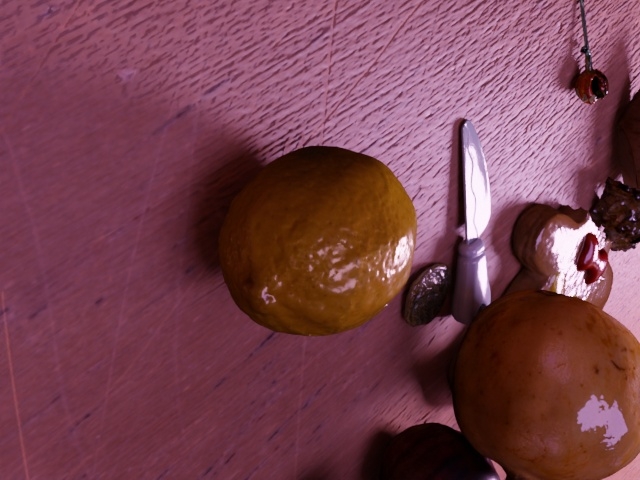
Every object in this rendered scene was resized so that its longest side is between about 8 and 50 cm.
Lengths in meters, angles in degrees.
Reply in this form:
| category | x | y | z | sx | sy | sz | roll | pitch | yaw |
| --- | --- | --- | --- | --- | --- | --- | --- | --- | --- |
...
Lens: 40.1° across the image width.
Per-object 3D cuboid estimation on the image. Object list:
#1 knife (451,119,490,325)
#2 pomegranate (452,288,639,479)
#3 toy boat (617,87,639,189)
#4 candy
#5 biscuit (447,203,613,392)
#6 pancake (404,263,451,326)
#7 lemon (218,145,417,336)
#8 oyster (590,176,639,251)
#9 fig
| category | x | y | z | sx | sy | sz | roll | pitch | yaw |
| --- | --- | --- | --- | --- | --- | --- | --- | --- | --- |
| knife | 0.231 | -0.025 | 1.307 | 0.080 | 0.044 | 0.331 | -24 | 122 | -40 |
| pomegranate | 0.328 | 0.209 | 1.268 | 0.307 | 0.307 | 0.307 | -22 | 124 | -37 |
| toy boat | 0.571 | -0.175 | 1.526 | 0.099 | 0.108 | 0.293 | -13 | 118 | -5 |
| candy | 0.410 | -0.296 | 1.352 | 0.055 | 0.049 | 0.184 | -39 | 125 | -35 |
| biscuit | 0.381 | 0.139 | 1.509 | 0.394 | 0.076 | 0.368 | -57 | 139 | -6 |
| pancake | 0.159 | 0.081 | 1.295 | 0.108 | 0.017 | 0.108 | -25 | 126 | -40 |
| lemon | 0.000 | 0.000 | 0.958 | 0.260 | 0.204 | 0.204 | -34 | 132 | -46 |
| oyster | 0.536 | -0.039 | 1.561 | 0.056 | 0.105 | 0.177 | -55 | 161 | -28 |
| fig | 0.160 | 0.407 | 1.348 | 0.249 | 0.186 | 0.204 | -55 | 157 | 1 |
